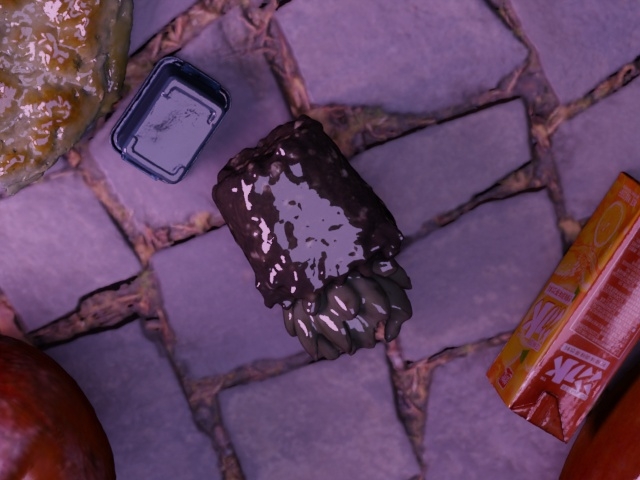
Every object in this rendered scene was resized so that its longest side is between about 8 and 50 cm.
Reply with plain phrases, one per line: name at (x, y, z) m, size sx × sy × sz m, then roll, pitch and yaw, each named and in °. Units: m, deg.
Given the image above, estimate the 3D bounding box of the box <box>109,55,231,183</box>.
box at (-0.124, -0.096, 1.658) m, size 0.074 × 0.054 × 0.099 m, roll 32°, pitch 98°, yaw -16°

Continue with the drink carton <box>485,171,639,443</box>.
drink carton at (0.239, 0.058, 1.726) m, size 0.071 × 0.096 × 0.223 m, roll 32°, pitch 99°, yaw -15°

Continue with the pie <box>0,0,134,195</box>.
pie at (-0.292, -0.184, 1.607) m, size 0.302 × 0.067 × 0.302 m, roll -2°, pitch 106°, yaw -5°

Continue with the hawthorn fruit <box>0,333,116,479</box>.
hawthorn fruit at (-0.302, 0.206, 1.606) m, size 0.284 × 0.284 × 0.284 m, roll -2°, pitch 105°, yaw -7°

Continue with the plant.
plant at (0.000, 0.000, 1.663) m, size 0.129 × 0.132 × 0.194 m, roll -30°, pitch 102°, yaw 5°

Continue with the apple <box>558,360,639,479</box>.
apple at (0.387, 0.244, 1.747) m, size 0.329 × 0.295 × 0.365 m, roll -5°, pitch 117°, yaw -35°
